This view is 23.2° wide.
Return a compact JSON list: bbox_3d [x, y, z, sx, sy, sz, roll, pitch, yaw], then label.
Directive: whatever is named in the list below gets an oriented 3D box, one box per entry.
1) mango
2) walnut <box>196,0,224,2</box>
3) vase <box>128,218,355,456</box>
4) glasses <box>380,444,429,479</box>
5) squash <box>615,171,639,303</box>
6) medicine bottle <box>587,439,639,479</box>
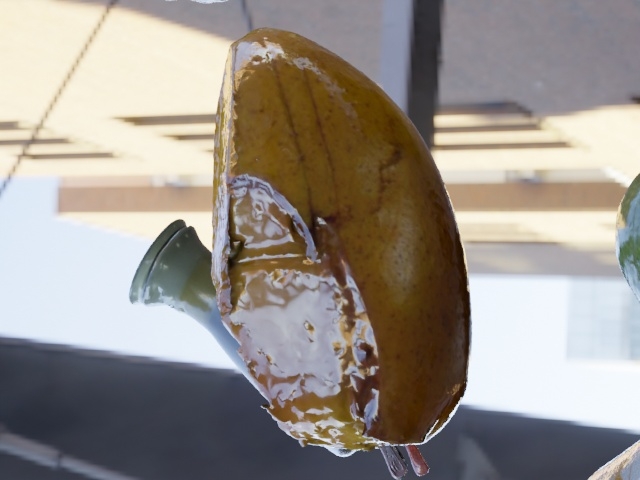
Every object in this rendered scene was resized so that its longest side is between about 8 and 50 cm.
[{"bbox_3d":[0.000,0.000,1.194,0.199,0.201,0.350,0,-110,-39],"label":"mango"},{"bbox_3d":[-0.150,-0.393,1.913,0.213,0.213,0.213,-2,-88,-61],"label":"walnut"},{"bbox_3d":[-0.060,0.102,1.815,0.173,0.321,0.173,-57,-10,-16],"label":"vase"},{"bbox_3d":[0.044,0.197,2.060,0.118,0.268,0.234,-56,-15,-1],"label":"glasses"},{"bbox_3d":[0.457,-0.007,1.616,0.310,0.309,0.310,-22,-48,-26],"label":"squash"},{"bbox_3d":[0.331,0.284,1.527,0.165,0.273,0.165,11,-123,-18],"label":"medicine bottle"}]
